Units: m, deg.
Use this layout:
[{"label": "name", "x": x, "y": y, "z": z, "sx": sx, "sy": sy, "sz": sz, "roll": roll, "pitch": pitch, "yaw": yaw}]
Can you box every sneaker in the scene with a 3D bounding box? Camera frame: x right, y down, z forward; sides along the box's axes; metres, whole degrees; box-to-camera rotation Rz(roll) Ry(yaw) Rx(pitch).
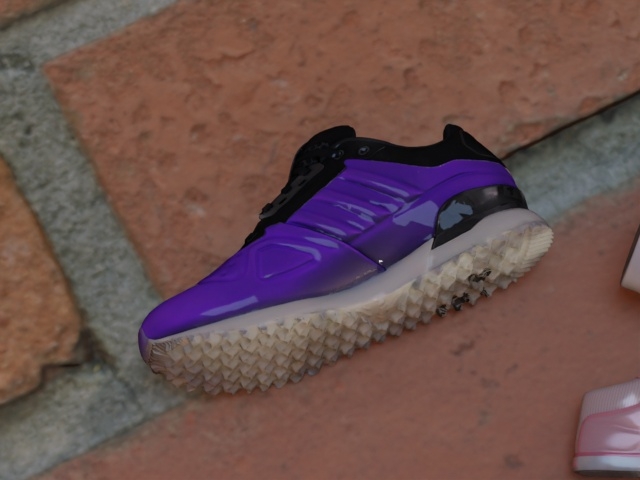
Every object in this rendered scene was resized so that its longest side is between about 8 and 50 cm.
[{"label": "sneaker", "x": 0.000, "y": 0.000, "z": 1.143, "sx": 0.293, "sy": 0.102, "sz": 0.146, "roll": -19, "pitch": 64, "yaw": -14}, {"label": "sneaker", "x": 0.238, "y": 0.126, "z": 1.110, "sx": 0.134, "sy": 0.051, "sz": 0.070, "roll": 2, "pitch": 72, "yaw": 5}]

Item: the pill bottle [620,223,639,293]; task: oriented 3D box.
[{"label": "pill bottle", "x": 0.298, "y": 0.027, "z": 1.130, "sx": 0.169, "sy": 0.094, "sz": 0.094, "roll": 19, "pitch": 68, "yaw": 8}]
